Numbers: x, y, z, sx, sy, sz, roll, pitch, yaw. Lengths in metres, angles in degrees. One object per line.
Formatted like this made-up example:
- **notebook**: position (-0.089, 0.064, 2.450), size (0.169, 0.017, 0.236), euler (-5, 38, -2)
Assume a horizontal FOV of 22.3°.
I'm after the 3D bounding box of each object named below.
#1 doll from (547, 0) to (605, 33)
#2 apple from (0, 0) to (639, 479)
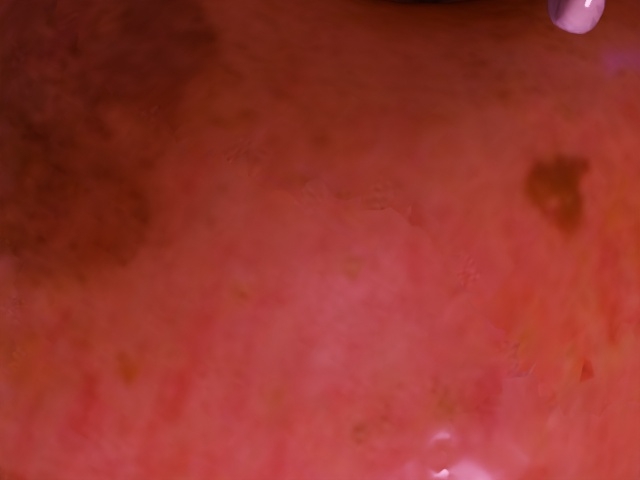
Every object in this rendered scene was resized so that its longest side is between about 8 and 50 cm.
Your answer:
- **doll**: position (0.161, -0.209, 0.318), size (0.423, 0.161, 0.348), euler (-62, -170, -16)
- **apple**: position (0.000, 0.000, 0.587), size (0.364, 0.364, 0.364), euler (-53, 168, -17)
